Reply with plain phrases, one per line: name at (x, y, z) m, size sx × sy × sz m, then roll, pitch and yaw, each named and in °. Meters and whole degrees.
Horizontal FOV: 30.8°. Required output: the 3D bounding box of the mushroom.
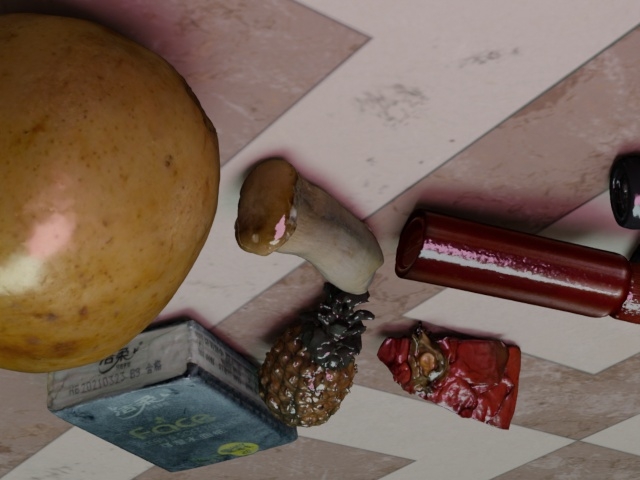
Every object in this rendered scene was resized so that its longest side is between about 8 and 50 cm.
mushroom at (0.000, 0.000, 1.064) m, size 0.071 × 0.084 × 0.209 m, roll -1°, pitch 159°, yaw 35°

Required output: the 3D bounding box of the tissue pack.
tissue pack at (-0.163, 0.183, 1.333) m, size 0.185 × 0.081 × 0.257 m, roll -18°, pitch 148°, yaw 18°

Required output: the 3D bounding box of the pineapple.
pineapple at (0.004, 0.114, 1.243) m, size 0.108 × 0.108 × 0.197 m, roll 8°, pitch 133°, yaw -22°

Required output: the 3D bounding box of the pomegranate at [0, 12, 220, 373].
pomegranate at (-0.195, -0.031, 0.823) m, size 0.260 × 0.260 × 0.260 m, roll -4°, pitch 149°, yaw -3°

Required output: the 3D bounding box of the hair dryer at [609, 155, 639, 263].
hair dryer at (0.322, -0.004, 1.130) m, size 0.128 × 0.070 × 0.255 m, roll -2°, pitch 154°, yaw -6°

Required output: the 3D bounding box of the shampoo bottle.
shampoo bottle at (0.208, 0.030, 1.104) m, size 0.260 × 0.064 × 0.102 m, roll 12°, pitch 164°, yaw -8°

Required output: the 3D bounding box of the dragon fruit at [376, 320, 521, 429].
dragon fruit at (0.147, 0.137, 1.348) m, size 0.192 × 0.122 × 0.092 m, roll 20°, pitch 101°, yaw -31°
